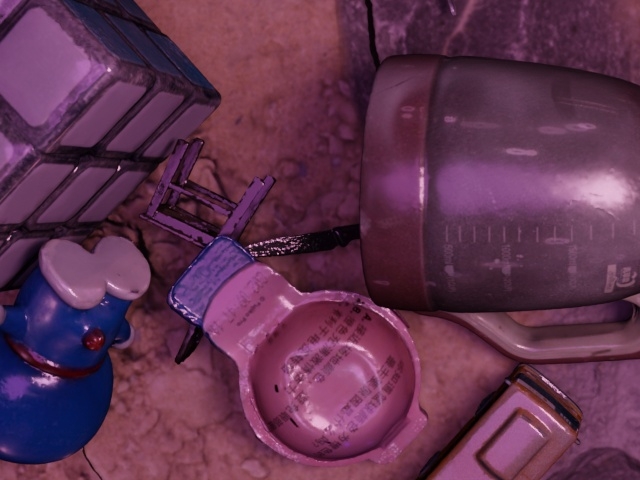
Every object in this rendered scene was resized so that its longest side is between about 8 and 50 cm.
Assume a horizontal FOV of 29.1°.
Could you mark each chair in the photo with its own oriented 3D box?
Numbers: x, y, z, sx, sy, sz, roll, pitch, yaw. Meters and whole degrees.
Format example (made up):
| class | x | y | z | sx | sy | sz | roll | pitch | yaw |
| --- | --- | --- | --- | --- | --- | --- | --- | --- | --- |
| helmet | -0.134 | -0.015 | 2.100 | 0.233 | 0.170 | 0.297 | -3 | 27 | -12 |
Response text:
| class | x | y | z | sx | sy | sz | roll | pitch | yaw |
| --- | --- | --- | --- | --- | --- | --- | --- | --- | --- |
| chair | -0.138 | 0.011 | 1.253 | 0.101 | 0.084 | 0.212 | 27 | 98 | 5 |

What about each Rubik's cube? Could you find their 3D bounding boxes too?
| class | x | y | z | sx | sy | sz | roll | pitch | yaw |
| --- | --- | --- | --- | --- | --- | --- | --- | --- | --- |
| Rubik's cube | -0.327 | -0.146 | 1.168 | 0.305 | 0.301 | 0.304 | 46 | 100 | 7 |

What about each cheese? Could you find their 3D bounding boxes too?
| class | x | y | z | sx | sy | sz | roll | pitch | yaw |
| --- | --- | --- | --- | --- | --- | --- | --- | --- | --- |
| cheese | -0.018 | 0.114 | 1.215 | 0.286 | 0.074 | 0.189 | 39 | 93 | -7 |

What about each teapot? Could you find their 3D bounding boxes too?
| class | x | y | z | sx | sy | sz | roll | pitch | yaw |
| --- | --- | --- | --- | --- | --- | --- | --- | --- | --- |
| teapot | 0.208 | -0.011 | 1.122 | 0.312 | 0.233 | 0.314 | 4 | 127 | 14 |

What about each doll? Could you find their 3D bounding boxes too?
| class | x | y | z | sx | sy | sz | roll | pitch | yaw |
| --- | --- | --- | --- | --- | --- | --- | --- | --- | --- |
| doll | -0.274 | 0.104 | 1.225 | 0.161 | 0.215 | 0.257 | 52 | 120 | 37 |

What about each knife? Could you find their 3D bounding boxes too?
| class | x | y | z | sx | sy | sz | roll | pitch | yaw |
| --- | --- | --- | --- | --- | --- | --- | --- | --- | --- |
| knife | 0.000 | 0.000 | 1.234 | 0.170 | 0.010 | 0.023 | -9 | 99 | -8 |

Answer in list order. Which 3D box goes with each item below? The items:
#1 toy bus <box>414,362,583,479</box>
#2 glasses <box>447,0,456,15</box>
| class | x | y | z | sx | sy | sz | roll | pitch | yaw |
| --- | --- | --- | --- | --- | --- | --- | --- | --- | --- |
| toy bus | 0.166 | 0.212 | 1.190 | 0.091 | 0.103 | 0.182 | 41 | 99 | 6 |
| glasses | 0.130 | -0.279 | 1.215 | 0.140 | 0.062 | 0.103 | 31 | 120 | 8 |
